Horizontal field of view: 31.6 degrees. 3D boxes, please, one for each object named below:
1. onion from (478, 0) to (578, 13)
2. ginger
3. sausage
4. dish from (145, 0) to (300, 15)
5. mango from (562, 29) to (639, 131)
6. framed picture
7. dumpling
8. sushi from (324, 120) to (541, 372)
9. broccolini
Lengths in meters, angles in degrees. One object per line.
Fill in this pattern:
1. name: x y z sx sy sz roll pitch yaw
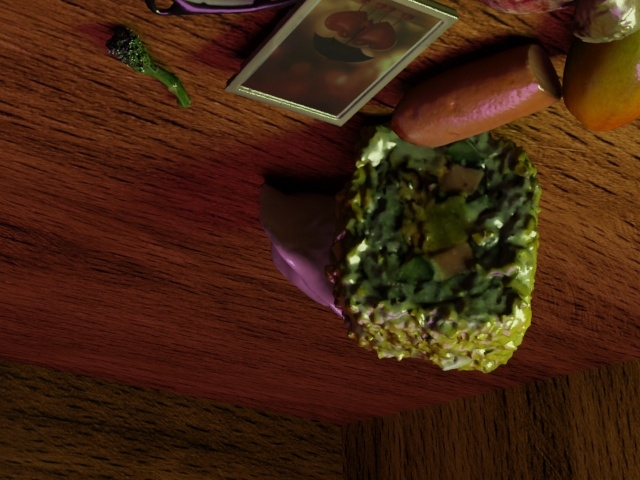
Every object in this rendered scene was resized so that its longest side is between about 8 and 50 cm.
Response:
1. onion: 0.242 -0.353 1.319 0.227 0.120 0.283 -18 154 26
2. ginger: 0.290 -0.276 1.241 0.122 0.084 0.290 -13 162 23
3. sausage: 0.224 -0.211 1.699 0.259 0.113 0.113 -17 154 32
4. dish: -0.105 -0.370 1.248 0.303 0.120 0.303 -1 159 0
5. mango: 0.417 -0.259 1.531 0.129 0.146 0.289 -12 158 -14
6. framed picture: 0.023 -0.268 1.605 0.211 0.020 0.289 14 146 -32
7. dumpling: 0.000 0.000 2.049 0.187 0.318 0.243 -45 136 15
8. sushi: 0.179 0.002 1.854 0.351 0.396 0.240 5 161 10
9. broccolini: -0.247 -0.249 1.674 0.054 0.051 0.239 -13 163 14
